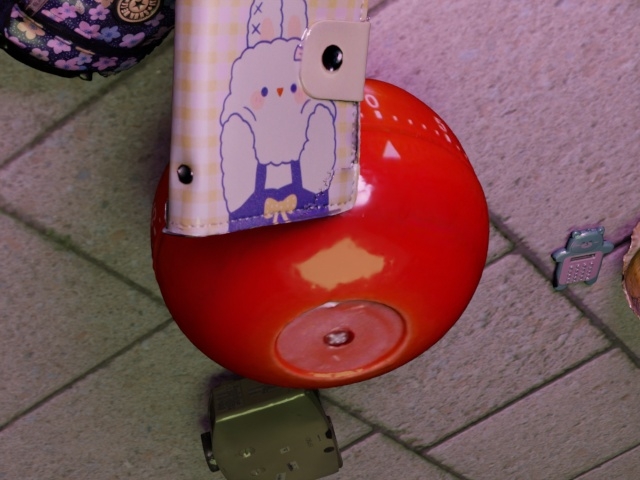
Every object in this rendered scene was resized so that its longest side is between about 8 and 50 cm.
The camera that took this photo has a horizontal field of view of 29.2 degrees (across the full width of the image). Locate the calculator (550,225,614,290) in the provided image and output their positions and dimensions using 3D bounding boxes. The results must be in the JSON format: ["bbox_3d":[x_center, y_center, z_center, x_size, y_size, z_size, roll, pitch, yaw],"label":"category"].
[{"bbox_3d":[0.378,0.026,1.783,0.094,0.019,0.141,-10,143,-7],"label":"calculator"}]

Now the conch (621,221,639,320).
[{"bbox_3d":[0.510,0.051,1.779,0.207,0.130,0.155,42,83,-32],"label":"conch"}]

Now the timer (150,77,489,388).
[{"bbox_3d":[0.000,0.000,1.379,0.378,0.279,0.378,-10,143,-7],"label":"timer"}]

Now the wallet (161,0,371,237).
[{"bbox_3d":[-0.045,-0.165,1.104,0.223,0.077,0.309,-9,107,-46],"label":"wallet"}]

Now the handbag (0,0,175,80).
[{"bbox_3d":[-0.203,-0.238,1.114,0.208,0.126,0.229,-44,147,25],"label":"handbag"}]

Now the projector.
[{"bbox_3d":[-0.081,0.289,1.862,0.194,0.088,0.269,-18,142,1],"label":"projector"}]
